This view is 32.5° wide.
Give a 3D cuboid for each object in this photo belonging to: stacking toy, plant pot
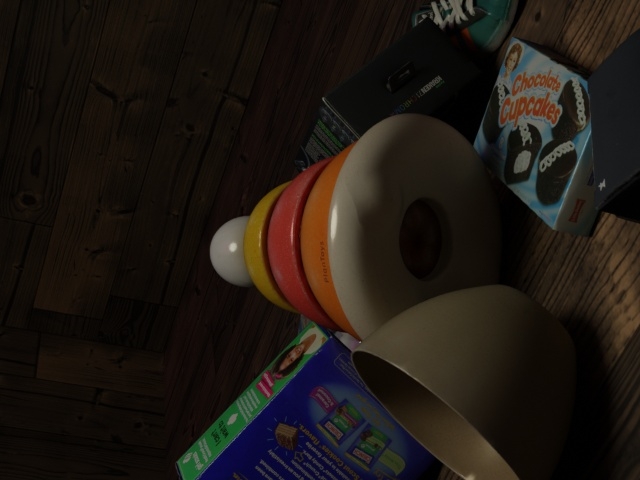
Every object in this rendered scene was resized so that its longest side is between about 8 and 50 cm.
[{"bbox_3d":[0.000,0.000,1.661,0.480,0.351,0.350,-1,77,45],"label":"stacking toy"},{"bbox_3d":[0.206,0.166,1.360,0.191,0.284,0.284,-46,11,-14],"label":"plant pot"}]

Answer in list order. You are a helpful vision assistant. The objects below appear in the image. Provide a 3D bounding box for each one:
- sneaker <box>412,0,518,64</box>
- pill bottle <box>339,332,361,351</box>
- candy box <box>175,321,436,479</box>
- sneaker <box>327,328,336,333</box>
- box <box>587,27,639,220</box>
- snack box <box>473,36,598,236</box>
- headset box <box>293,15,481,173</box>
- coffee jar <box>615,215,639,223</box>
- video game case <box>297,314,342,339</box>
[{"bbox_3d":[0.221,-0.355,1.828,0.302,0.121,0.108,135,142,-61],"label":"sneaker"},{"bbox_3d":[0.116,0.069,1.810,0.160,0.160,0.283,174,107,-72],"label":"pill bottle"},{"bbox_3d":[-0.014,0.328,1.677,0.317,0.268,0.122,-46,16,-3],"label":"candy box"},{"bbox_3d":[0.079,0.051,2.082,0.147,0.104,0.295,-33,20,28],"label":"sneaker"},{"bbox_3d":[0.368,-0.093,1.034,0.108,0.207,0.153,130,147,-57],"label":"box"},{"bbox_3d":[0.312,-0.152,1.506,0.322,0.060,0.187,-118,43,-65],"label":"snack box"},{"bbox_3d":[0.105,-0.203,1.810,0.246,0.131,0.283,-40,-7,-20],"label":"headset box"},{"bbox_3d":[0.382,-0.108,1.219,0.096,0.079,0.184,-174,97,-71],"label":"coffee jar"},{"bbox_3d":[0.001,0.284,2.250,0.329,0.036,0.299,159,122,-70],"label":"video game case"}]
